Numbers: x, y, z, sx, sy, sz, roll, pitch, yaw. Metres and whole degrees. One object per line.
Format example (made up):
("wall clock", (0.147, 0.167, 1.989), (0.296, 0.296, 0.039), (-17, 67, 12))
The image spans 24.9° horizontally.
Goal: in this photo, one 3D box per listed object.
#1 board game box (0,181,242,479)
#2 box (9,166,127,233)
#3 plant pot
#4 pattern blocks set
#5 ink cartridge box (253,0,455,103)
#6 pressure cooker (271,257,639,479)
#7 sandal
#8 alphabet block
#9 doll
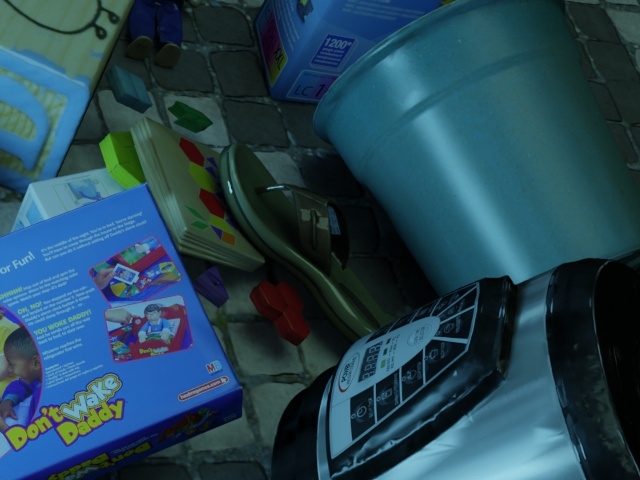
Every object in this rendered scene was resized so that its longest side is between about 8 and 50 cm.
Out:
("board game box", (-0.275, 0.116, 1.334), (0.347, 0.078, 0.233), (-21, 66, -13))
("box", (-0.228, 0.042, 1.496), (0.103, 0.114, 0.203), (-15, 61, -37))
("plant pot", (0.217, -0.072, 1.720), (0.341, 0.341, 0.334), (-15, 70, -38))
("pattern blocks set", (-0.136, -0.045, 1.606), (0.285, 0.026, 0.325), (31, 29, -41))
("ink cartridge box", (0.115, -0.341, 1.816), (0.270, 0.395, 0.151), (3, 53, -28))
("pressure cooker", (0.154, 0.251, 1.339), (0.370, 0.420, 0.376), (20, 49, -54))
("sandal", (0.001, 0.001, 1.644), (0.303, 0.086, 0.120), (47, 21, -2))
("alphabet block", (-0.333, -0.199, 1.586), (0.192, 0.193, 0.197), (25, 45, -12))
("doll", (-0.216, -0.308, 1.848), (0.129, 0.046, 0.189), (14, 48, -21))
